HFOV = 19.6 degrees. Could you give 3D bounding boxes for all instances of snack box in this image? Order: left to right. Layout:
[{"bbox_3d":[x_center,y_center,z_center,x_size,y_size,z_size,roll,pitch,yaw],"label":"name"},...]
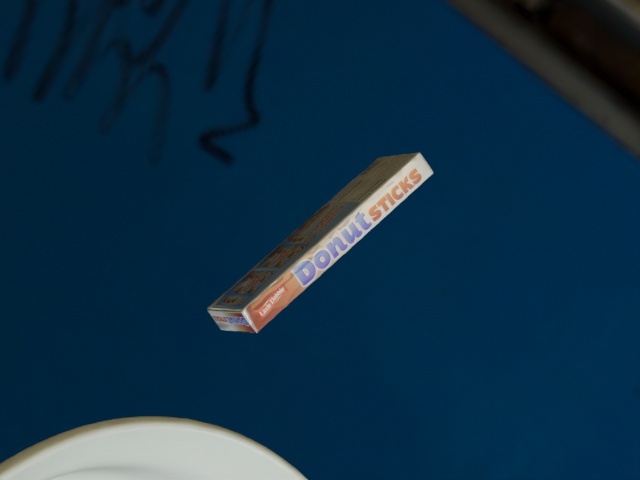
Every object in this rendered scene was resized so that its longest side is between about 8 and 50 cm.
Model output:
[{"bbox_3d":[0.000,0.000,1.312,0.022,0.178,0.064,54,159,-16],"label":"snack box"}]

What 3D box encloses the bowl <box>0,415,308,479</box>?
[{"bbox_3d":[-0.114,0.217,0.777,0.298,0.298,0.134,9,173,-43],"label":"bowl"}]
